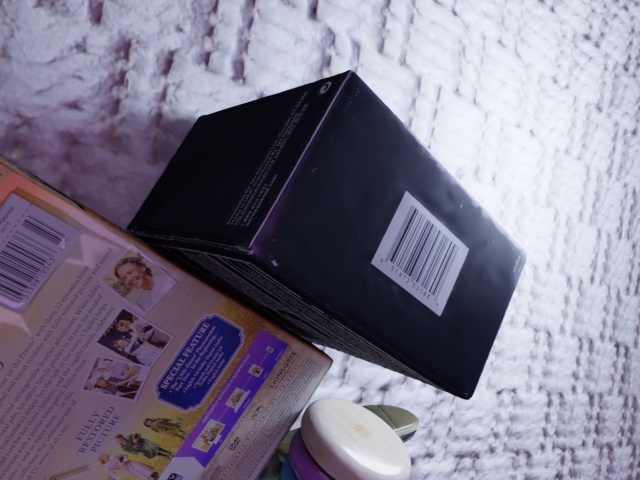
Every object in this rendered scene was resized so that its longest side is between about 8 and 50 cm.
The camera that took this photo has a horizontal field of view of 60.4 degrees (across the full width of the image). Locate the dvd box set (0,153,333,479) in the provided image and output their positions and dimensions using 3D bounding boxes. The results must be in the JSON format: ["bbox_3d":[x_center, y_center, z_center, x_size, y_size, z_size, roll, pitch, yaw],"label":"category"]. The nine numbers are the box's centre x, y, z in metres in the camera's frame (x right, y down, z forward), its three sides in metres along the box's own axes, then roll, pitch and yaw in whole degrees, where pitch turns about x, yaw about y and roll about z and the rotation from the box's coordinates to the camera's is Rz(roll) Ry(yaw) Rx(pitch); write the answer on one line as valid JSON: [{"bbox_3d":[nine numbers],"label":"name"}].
[{"bbox_3d":[-0.220,0.155,0.557,0.420,0.062,0.307,37,84,-32],"label":"dvd box set"}]

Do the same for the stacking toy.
[{"bbox_3d":[-0.030,0.361,0.673,0.141,0.141,0.330,20,106,-36],"label":"stacking toy"}]

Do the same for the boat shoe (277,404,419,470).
[{"bbox_3d":[0.041,0.294,0.786,0.224,0.080,0.073,-4,103,-30],"label":"boat shoe"}]

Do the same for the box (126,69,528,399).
[{"bbox_3d":[0.000,0.000,0.594,0.296,0.294,0.182,38,71,-32],"label":"box"}]
